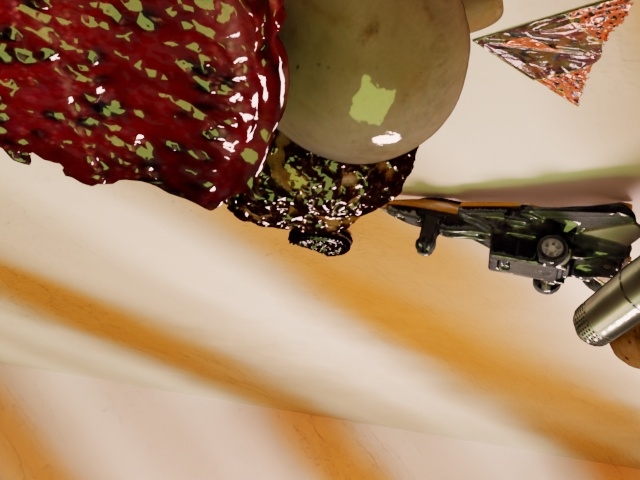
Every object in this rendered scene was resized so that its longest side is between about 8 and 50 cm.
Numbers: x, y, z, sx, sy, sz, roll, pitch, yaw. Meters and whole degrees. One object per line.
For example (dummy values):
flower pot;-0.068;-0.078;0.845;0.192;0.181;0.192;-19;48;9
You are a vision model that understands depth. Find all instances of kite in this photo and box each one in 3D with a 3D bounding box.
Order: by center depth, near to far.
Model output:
kite;0.200;-0.175;1.027;0.125;0.008;0.222;8;162;3

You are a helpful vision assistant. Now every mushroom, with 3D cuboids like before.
mushroom;0.046;-0.170;0.861;0.215;0.207;0.207;-24;177;-28

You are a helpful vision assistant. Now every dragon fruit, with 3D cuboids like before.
dragon fruit;-0.114;-0.206;0.760;0.286;0.228;0.329;20;141;-24

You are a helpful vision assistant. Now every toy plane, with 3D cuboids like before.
toy plane;0.223;-0.003;1.381;0.316;0.103;0.204;5;151;9

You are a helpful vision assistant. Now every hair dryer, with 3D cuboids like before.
hair dryer;0.452;-0.013;1.280;0.284;0.156;0.320;-34;169;-24

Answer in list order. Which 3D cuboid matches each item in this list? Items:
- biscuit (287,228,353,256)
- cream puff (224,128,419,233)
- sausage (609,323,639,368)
biscuit;0.000;0.000;1.591;0.089;0.027;0.087;-1;160;19
cream puff;-0.020;-0.096;1.087;0.239;0.165;0.239;5;165;1
sausage;0.564;0.100;1.522;0.123;0.136;0.501;30;156;-14
